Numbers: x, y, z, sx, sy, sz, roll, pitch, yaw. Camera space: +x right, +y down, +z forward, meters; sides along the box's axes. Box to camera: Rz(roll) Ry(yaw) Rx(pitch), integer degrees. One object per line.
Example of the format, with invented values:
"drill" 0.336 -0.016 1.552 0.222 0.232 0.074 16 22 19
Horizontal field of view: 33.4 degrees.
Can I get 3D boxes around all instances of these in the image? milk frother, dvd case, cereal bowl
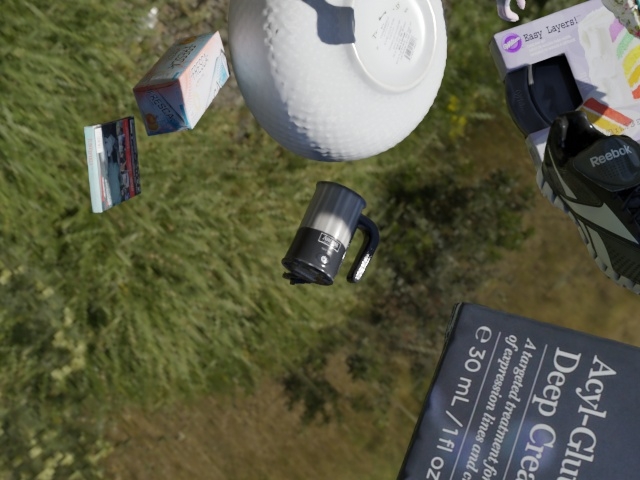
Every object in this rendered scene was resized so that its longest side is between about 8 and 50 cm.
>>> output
"milk frother" 0.000 0.000 1.609 0.129 0.143 0.135 38 68 -35
"dvd case" -0.214 -0.081 1.110 0.119 0.013 0.087 -55 143 -75
"cereal bowl" 0.051 -0.274 1.420 0.339 0.141 0.339 -1 91 -39

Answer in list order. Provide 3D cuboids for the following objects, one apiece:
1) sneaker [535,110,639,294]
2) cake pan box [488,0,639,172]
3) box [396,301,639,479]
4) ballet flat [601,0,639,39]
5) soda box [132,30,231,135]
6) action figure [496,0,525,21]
"sneaker" 0.273 -0.039 0.986 0.078 0.234 0.106 -21 135 -11
"cake pan box" 0.429 -0.256 1.734 0.266 0.246 0.070 -18 172 0
"box" 0.253 0.260 0.804 0.212 0.395 0.294 63 45 -60
"ballet flat" 0.378 -0.368 1.387 0.091 0.077 0.241 -31 107 -48
"soda box" -0.163 -0.191 1.282 0.183 0.058 0.063 -69 148 -58
"action figure" 0.203 -0.407 1.121 0.275 0.370 0.248 31 85 -23
